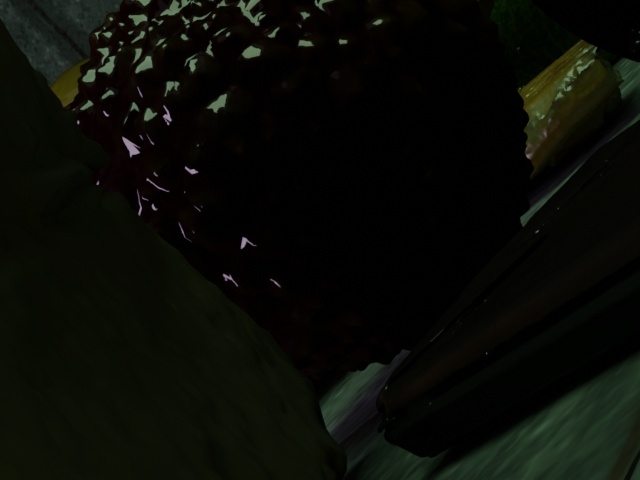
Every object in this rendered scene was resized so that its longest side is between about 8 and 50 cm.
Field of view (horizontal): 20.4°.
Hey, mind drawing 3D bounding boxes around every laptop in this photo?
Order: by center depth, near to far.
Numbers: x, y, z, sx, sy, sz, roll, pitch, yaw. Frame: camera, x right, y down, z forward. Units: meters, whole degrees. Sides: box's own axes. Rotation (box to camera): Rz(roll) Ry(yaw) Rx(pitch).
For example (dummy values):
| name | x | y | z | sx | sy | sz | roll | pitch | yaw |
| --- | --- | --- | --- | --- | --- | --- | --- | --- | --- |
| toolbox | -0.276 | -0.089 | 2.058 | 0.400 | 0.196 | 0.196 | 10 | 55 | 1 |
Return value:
| name | x | y | z | sx | sy | sz | roll | pitch | yaw |
| --- | --- | --- | --- | --- | --- | --- | --- | --- | --- |
| laptop | 0.109 | -0.024 | 0.470 | 0.154 | 0.026 | 0.207 | -44 | 3 | -38 |

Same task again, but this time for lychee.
| name | x | y | z | sx | sy | sz | roll | pitch | yaw |
| --- | --- | --- | --- | --- | --- | --- | --- | --- | --- |
| lychee | -0.011 | -0.035 | 0.677 | 0.188 | 0.188 | 0.188 | -45 | 3 | 3 |

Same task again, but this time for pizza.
| name | x | y | z | sx | sy | sz | roll | pitch | yaw |
| --- | --- | --- | --- | --- | --- | --- | --- | --- | --- |
| pizza | 0.099 | -0.048 | 0.834 | 0.160 | 0.036 | 0.099 | -41 | 5 | 48 |

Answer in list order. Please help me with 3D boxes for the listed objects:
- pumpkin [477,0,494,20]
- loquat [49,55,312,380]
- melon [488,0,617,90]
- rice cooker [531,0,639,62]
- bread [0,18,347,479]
| name | x | y | z | sx | sy | sz | roll | pitch | yaw |
| --- | --- | --- | --- | --- | --- | --- | --- | --- | --- |
| pumpkin | 0.016 | -0.085 | 1.038 | 0.131 | 0.126 | 0.248 | -48 | -14 | -46 |
| loquat | -0.065 | -0.009 | 0.918 | 0.208 | 0.208 | 0.208 | -45 | 3 | 3 |
| melon | 0.123 | -0.162 | 1.091 | 0.124 | 0.196 | 0.323 | -19 | -1 | -18 |
| rice cooker | 0.135 | -0.137 | 0.562 | 0.203 | 0.142 | 0.118 | -42 | 16 | 56 |
| bread | -0.211 | 0.106 | 0.467 | 0.390 | 0.279 | 0.371 | -40 | 2 | 10 |
